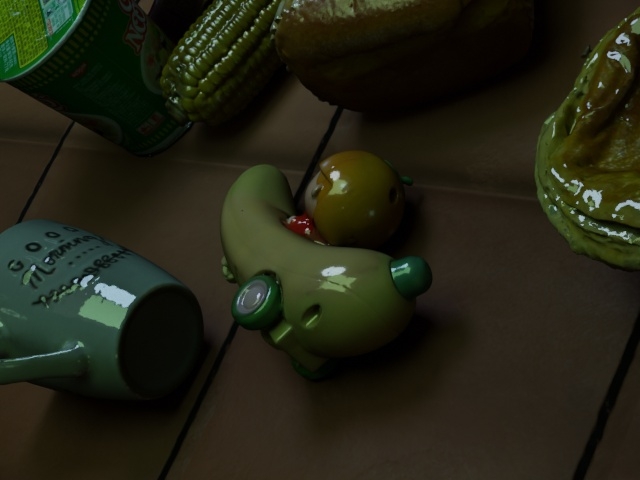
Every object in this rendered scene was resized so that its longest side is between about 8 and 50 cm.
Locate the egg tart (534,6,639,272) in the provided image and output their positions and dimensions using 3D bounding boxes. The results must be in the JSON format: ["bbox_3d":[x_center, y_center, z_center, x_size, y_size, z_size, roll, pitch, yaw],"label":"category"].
[{"bbox_3d":[0.357,-0.094,1.330,0.352,0.150,0.352,-24,42,24],"label":"egg tart"}]

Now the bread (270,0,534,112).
[{"bbox_3d":[0.090,-0.245,1.643,0.288,0.204,0.156,-14,48,30],"label":"bread"}]

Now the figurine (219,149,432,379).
[{"bbox_3d":[0.000,0.000,1.608,0.222,0.124,0.324,-45,37,7],"label":"figurine"}]

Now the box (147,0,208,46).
[{"bbox_3d":[-0.163,-0.332,1.963,0.120,0.069,0.224,-63,7,-12],"label":"box"}]

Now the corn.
[{"bbox_3d":[-0.062,-0.285,1.879,0.363,0.120,0.120,-49,40,-1],"label":"corn"}]

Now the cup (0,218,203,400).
[{"bbox_3d":[-0.282,0.102,1.708,0.234,0.186,0.258,15,33,41],"label":"cup"}]

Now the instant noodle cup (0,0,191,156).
[{"bbox_3d":[-0.277,-0.224,1.939,0.207,0.233,0.207,-24,48,29],"label":"instant noodle cup"}]
